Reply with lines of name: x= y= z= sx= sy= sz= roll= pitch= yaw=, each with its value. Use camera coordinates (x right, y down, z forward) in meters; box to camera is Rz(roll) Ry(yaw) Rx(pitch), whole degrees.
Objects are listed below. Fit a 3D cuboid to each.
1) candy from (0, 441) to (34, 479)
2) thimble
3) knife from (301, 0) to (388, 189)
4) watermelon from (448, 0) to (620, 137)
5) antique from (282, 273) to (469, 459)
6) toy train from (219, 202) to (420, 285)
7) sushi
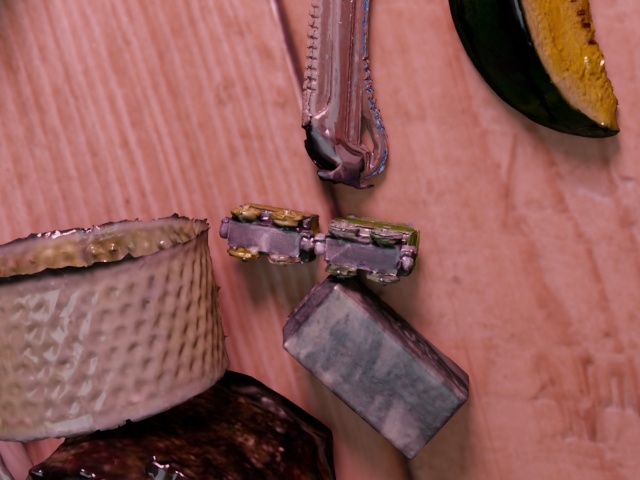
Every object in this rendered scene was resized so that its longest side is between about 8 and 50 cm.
candy: x=-0.498 y=0.277 z=1.061 sx=0.386 sy=0.186 sz=0.427 roll=-21 pitch=85 yaw=-8
thimble: x=-0.229 y=0.074 z=0.947 sx=0.270 sy=0.271 sz=0.150 roll=-7 pitch=100 yaw=11
knife: x=0.026 y=-0.233 z=0.969 sx=0.089 sy=0.043 sz=0.365 roll=-2 pitch=98 yaw=-23
watermelon: x=0.194 y=-0.232 z=0.925 sx=0.129 sy=0.123 sz=0.301 roll=-16 pitch=96 yaw=-20
antique: x=0.052 y=0.117 z=0.994 sx=0.183 sy=0.088 sz=0.086 roll=41 pitch=102 yaw=1
toy train: x=0.000 y=0.000 z=0.992 sx=0.202 sy=0.081 sz=0.060 roll=9 pitch=100 yaw=16
sushi: x=-0.141 y=0.301 z=0.953 sx=0.281 sy=0.294 sz=0.300 roll=11 pitch=102 yaw=9
